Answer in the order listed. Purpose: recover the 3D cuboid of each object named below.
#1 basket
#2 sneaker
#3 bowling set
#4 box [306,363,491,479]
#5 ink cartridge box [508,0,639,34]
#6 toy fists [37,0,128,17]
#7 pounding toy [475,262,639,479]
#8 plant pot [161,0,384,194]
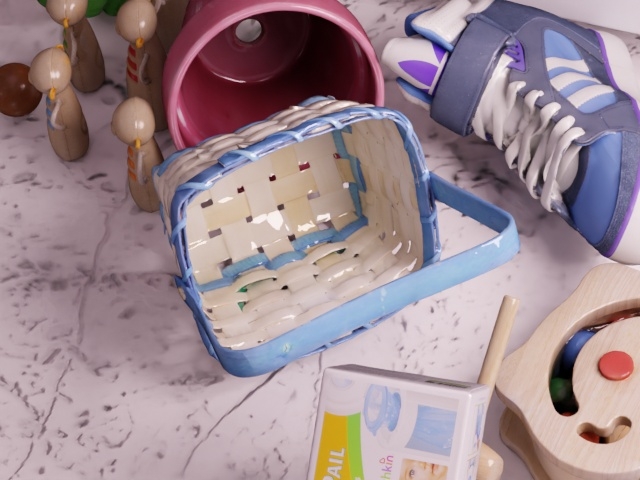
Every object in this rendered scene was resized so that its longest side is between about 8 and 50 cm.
[{"bbox_3d":[0.000,0.000,1.456,0.255,0.201,0.289,-22,23,-12],"label":"basket"},{"bbox_3d":[0.165,-0.106,1.548,0.236,0.130,0.322,11,36,-10],"label":"sneaker"},{"bbox_3d":[-0.230,-0.166,1.669,0.200,0.154,0.287,-3,49,3],"label":"bowling set"},{"bbox_3d":[0.050,0.200,1.300,0.114,0.103,0.203,8,90,14],"label":"box"},{"bbox_3d":[0.286,-0.335,1.714,0.309,0.130,0.272,16,45,27],"label":"ink cartridge box"},{"bbox_3d":[-0.165,-0.310,1.795,0.279,0.142,0.096,-25,61,-14],"label":"toy fists"},{"bbox_3d":[0.219,0.114,1.385,0.154,0.155,0.269,30,60,31],"label":"pounding toy"},{"bbox_3d":[-0.054,-0.166,1.639,0.201,0.201,0.180,-12,34,-5],"label":"plant pot"}]
